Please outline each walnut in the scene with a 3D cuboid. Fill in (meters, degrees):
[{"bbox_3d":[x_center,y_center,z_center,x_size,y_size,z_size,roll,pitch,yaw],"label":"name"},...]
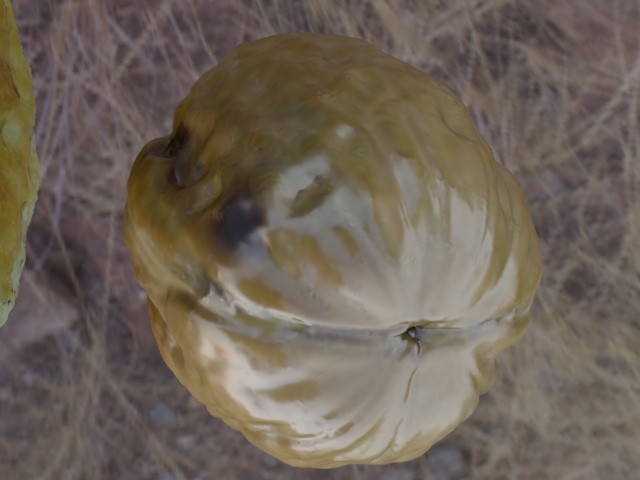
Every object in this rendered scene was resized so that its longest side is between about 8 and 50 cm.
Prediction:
[{"bbox_3d":[0.000,0.000,0.676,0.155,0.184,0.155,-14,123,-22],"label":"walnut"}]

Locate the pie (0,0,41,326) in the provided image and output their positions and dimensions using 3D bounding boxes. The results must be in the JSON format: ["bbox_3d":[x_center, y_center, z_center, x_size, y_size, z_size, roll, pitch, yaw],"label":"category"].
[{"bbox_3d":[-0.234,-0.097,0.911,0.075,0.337,0.337,-6,125,18],"label":"pie"}]
